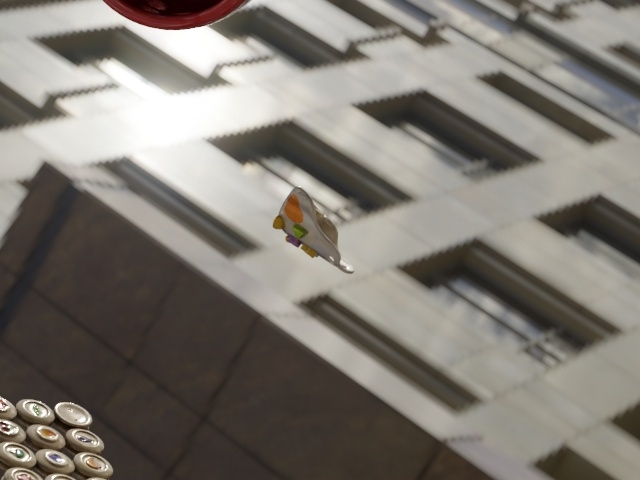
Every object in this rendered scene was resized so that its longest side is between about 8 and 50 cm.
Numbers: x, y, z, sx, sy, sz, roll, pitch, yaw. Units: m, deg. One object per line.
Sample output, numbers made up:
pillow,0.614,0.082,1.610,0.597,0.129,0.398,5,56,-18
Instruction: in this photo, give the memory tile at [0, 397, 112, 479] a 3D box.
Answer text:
memory tile,-0.237,0.183,1.550,0.113,0.148,0.012,13,-66,-30

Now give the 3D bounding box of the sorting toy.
sorting toy,0.000,0.000,1.632,0.045,0.075,0.083,-46,-26,-2

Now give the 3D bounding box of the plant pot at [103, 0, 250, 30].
plant pot,-0.118,-0.297,1.641,0.191,0.191,0.174,-65,-5,16
